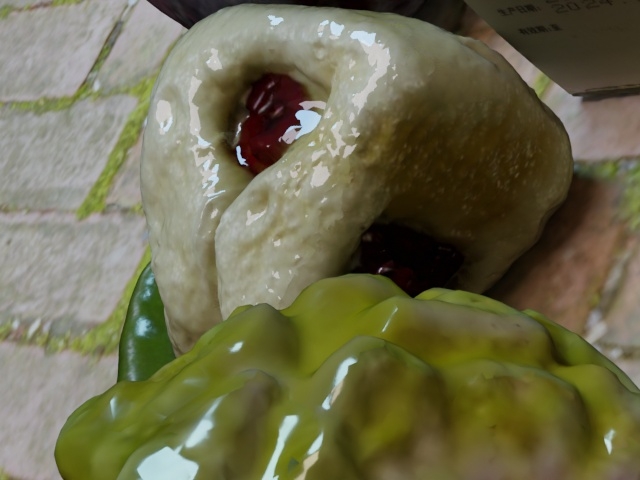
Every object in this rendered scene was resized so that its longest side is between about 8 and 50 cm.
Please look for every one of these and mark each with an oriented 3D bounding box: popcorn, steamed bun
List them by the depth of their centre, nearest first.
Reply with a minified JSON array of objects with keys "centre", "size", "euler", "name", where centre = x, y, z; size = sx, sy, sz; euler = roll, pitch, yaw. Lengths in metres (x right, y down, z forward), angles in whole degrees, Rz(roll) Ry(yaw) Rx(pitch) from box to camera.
[{"centre":[0.020,0.141,0.490],"size":[0.212,0.259,0.259],"euler":[129,156,-54],"name":"popcorn"},{"centre":[0.000,0.000,0.688],"size":[0.172,0.141,0.155],"euler":[4,69,48],"name":"steamed bun"}]

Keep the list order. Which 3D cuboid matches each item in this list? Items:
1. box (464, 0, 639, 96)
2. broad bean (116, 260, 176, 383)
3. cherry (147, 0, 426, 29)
[{"centre":[0.172,-0.154,0.643],"size":[0.212,0.095,0.168],"euler":[-1,62,50],"name":"box"},{"centre":[-0.056,0.093,0.747],"size":[0.098,0.056,0.318],"euler":[-32,38,31],"name":"broad bean"},{"centre":[-0.021,-0.173,0.816],"size":[0.195,0.195,0.195],"euler":[-31,41,31],"name":"cherry"}]
